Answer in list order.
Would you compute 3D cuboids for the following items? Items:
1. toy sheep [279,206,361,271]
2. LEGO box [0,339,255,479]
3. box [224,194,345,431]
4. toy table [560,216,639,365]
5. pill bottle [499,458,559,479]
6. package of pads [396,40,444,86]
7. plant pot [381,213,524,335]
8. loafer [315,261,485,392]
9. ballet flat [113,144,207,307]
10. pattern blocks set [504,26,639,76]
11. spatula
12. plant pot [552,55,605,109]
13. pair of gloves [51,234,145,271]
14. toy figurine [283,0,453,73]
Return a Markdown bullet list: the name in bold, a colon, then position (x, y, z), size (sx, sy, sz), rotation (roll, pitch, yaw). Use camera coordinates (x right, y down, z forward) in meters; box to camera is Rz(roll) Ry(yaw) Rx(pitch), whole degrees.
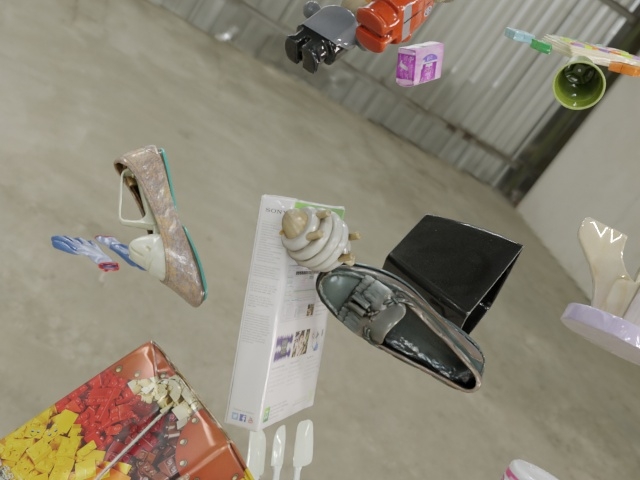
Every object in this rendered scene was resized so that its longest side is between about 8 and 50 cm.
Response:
- **toy sheep**: position (0.000, 0.000, 1.163), size (0.132, 0.091, 0.091), rotation (40, 15, -31)
- **LEGO box**: position (-0.228, 0.424, 1.079), size (0.193, 0.372, 0.500), rotation (41, -22, 43)
- **box**: position (-0.046, 0.099, 1.307), size (0.058, 0.322, 0.232), rotation (11, 2, 18)
- **toy table**: position (0.476, 0.090, 1.332), size (0.252, 0.161, 0.274), rotation (29, -3, 2)
- **pill bottle**: position (0.376, 0.590, 1.758), size (0.160, 0.283, 0.160), rotation (30, 5, -3)
- **package of pads**: position (0.133, -0.235, 1.190), size (0.032, 0.050, 0.083), rotation (16, 25, 31)
- **plant pot**: position (0.194, 0.072, 1.474), size (0.167, 0.187, 0.188), rotation (34, 54, 16)
- **loafer**: position (0.113, 0.117, 1.217), size (0.267, 0.096, 0.084), rotation (32, 13, -4)
- **ballet flat**: position (-0.288, -0.019, 1.543), size (0.106, 0.107, 0.316), rotation (-11, 65, -25)
- **pattern blocks set**: position (0.534, -0.361, 1.729), size (0.325, 0.026, 0.285), rotation (3, 23, -25)
- **spatula**: position (-0.076, 0.440, 1.565), size (0.019, 0.242, 0.168), rotation (4, -1, 36)
- **plant pot**: position (0.426, -0.269, 1.477), size (0.083, 0.083, 0.079), rotation (33, 33, -4)
- **pair of gloves**: position (-0.386, 0.025, 1.636), size (0.159, 0.023, 0.198), rotation (26, 12, 34)
- **toy figurine**: position (0.026, -0.301, 0.952), size (0.213, 0.148, 0.209), rotation (55, -27, -16)
